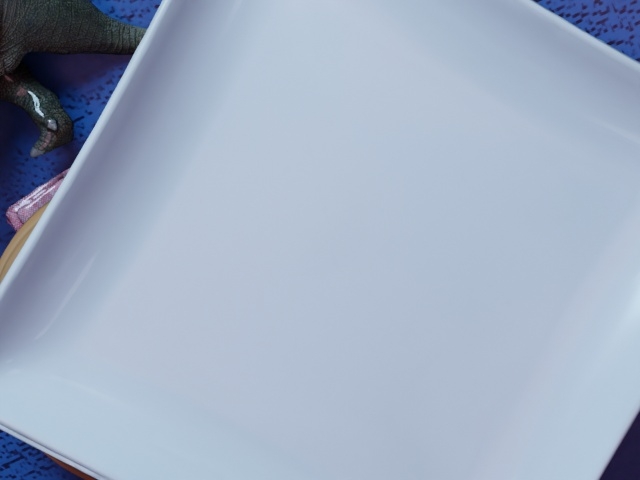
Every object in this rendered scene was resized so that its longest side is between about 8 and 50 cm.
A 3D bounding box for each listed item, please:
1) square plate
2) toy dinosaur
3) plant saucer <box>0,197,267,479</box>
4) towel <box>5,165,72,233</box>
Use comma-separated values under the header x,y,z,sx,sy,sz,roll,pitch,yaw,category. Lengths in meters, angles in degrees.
x,y,z,sx,sy,sz,roll,pitch,yaw,category
0.027,0.016,0.762,0.344,0.049,0.347,30,93,-6,square plate
-0.237,-0.112,0.799,0.313,0.121,0.160,-7,113,14,toy dinosaur
-0.107,0.060,0.816,0.200,0.037,0.200,1,101,6,plant saucer
0.000,0.000,0.828,0.329,0.037,0.237,-31,96,12,towel
